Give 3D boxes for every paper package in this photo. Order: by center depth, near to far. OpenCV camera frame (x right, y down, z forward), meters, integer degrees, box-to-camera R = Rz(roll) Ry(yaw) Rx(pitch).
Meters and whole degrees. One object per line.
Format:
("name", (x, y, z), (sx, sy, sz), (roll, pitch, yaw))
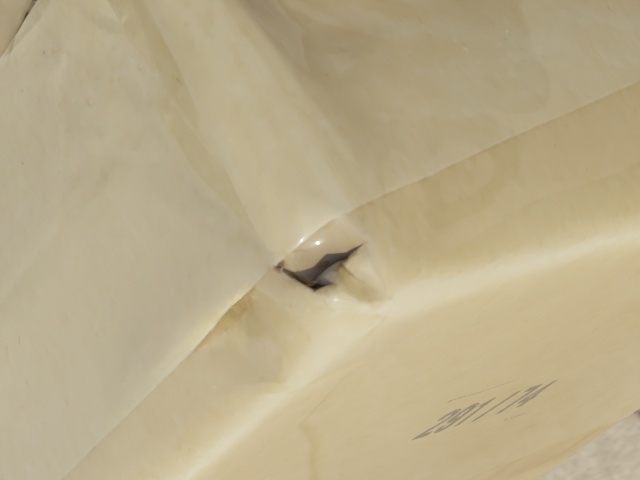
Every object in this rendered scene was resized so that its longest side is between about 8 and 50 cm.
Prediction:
("paper package", (0.000, 0.000, 0.582), (0.309, 0.325, 0.168), (-44, 69, 41))
